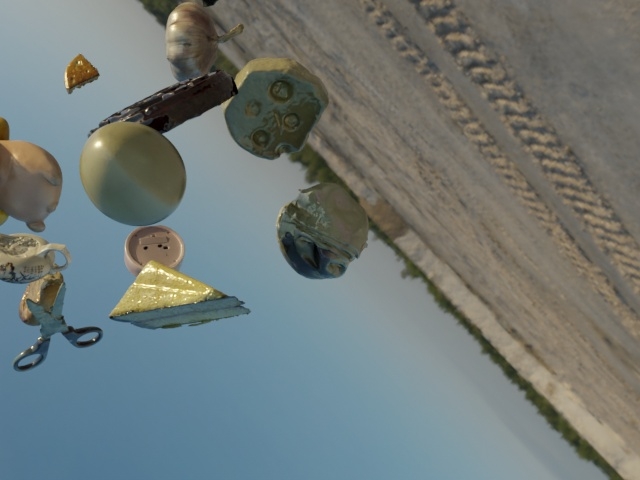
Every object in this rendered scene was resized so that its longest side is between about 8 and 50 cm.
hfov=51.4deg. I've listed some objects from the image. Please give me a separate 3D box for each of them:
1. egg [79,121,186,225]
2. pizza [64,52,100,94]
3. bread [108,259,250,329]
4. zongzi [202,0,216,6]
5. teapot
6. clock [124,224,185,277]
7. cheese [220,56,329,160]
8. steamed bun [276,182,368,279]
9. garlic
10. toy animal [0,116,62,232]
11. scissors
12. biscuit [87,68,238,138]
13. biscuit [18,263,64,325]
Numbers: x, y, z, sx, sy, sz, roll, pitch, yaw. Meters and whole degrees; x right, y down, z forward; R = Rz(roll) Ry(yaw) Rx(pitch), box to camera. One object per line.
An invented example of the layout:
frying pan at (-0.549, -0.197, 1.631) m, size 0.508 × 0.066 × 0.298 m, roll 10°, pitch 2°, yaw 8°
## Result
egg at (-0.351, -0.125, 1.249) m, size 0.186 × 0.186 × 0.242 m, roll 48°, pitch 175°, yaw 23°
pizza at (-0.873, -0.610, 2.441) m, size 0.041 × 0.130 × 0.178 m, roll 97°, pitch 167°, yaw -66°
bread at (-0.400, 0.221, 1.998) m, size 0.404 × 0.242 × 0.345 m, roll 25°, pitch 173°, yaw 27°
zongzi at (-0.241, -0.696, 1.486) m, size 0.273 × 0.145 × 0.300 m, roll -3°, pitch 142°, yaw 37°
teapot at (-0.973, 0.049, 2.205) m, size 0.208 × 0.299 × 0.166 m, roll -88°, pitch -1°, yaw -66°
clock at (-0.559, 0.042, 2.243) m, size 0.197 × 0.196 × 0.068 m, roll 48°, pitch 143°, yaw 18°
cheese at (-0.133, -0.398, 2.013) m, size 0.115 × 0.326 × 0.318 m, roll -102°, pitch 0°, yaw -52°
steamed bun at (0.000, 0.000, 1.937) m, size 0.275 × 0.206 × 0.320 m, roll 8°, pitch 142°, yaw 21°
garlic at (-0.358, -0.624, 2.063) m, size 0.245 × 0.253 × 0.245 m, roll 170°, pitch 90°, yaw -90°
toy animal at (-0.804, -0.136, 1.559) m, size 0.345 × 0.278 × 0.247 m, roll 33°, pitch -168°, yaw 14°
scissors at (-0.713, 0.227, 1.789) m, size 0.029 × 0.255 × 0.384 m, roll 56°, pitch 149°, yaw 25°
biscuit at (-0.402, -0.327, 1.679) m, size 0.407 × 0.407 × 0.091 m, roll -119°, pitch 5°, yaw -73°
biscuit at (-0.989, 0.197, 2.367) m, size 0.091 × 0.213 × 0.274 m, roll 25°, pitch -169°, yaw -34°
